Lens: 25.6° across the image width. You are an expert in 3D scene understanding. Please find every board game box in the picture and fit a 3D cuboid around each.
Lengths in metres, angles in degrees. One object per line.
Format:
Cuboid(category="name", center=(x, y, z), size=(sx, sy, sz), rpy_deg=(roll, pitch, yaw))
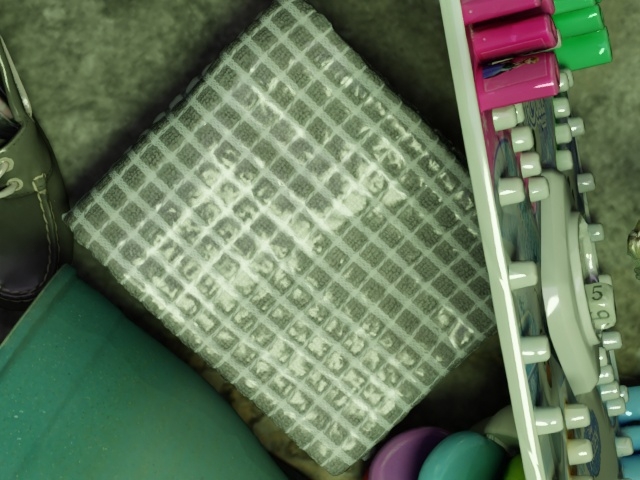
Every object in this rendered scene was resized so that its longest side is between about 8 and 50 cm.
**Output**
Cuboid(category="board game box", center=(0.164, 0.023, 0.865), size=(0.050, 0.390, 0.389), rpy_deg=(-9, 97, 18))

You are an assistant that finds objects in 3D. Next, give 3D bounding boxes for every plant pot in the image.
Cuboid(category="plant pot", center=(-0.134, 0.195, 0.908), size=(0.255, 0.271, 0.271), rpy_deg=(34, 92, -5))

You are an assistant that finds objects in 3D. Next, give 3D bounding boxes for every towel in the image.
Cuboid(category="towel", center=(0.000, 0.000, 0.980), size=(0.284, 0.121, 0.235), rpy_deg=(43, 92, -8))

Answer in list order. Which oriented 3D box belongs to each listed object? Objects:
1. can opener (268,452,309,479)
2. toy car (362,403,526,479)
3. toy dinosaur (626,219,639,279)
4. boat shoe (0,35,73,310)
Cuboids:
Cuboid(category="can opener", center=(-0.018, 0.198, 1.034), size=(0.186, 0.073, 0.059), rpy_deg=(42, 80, 5))
Cuboid(category="toy car", center=(0.096, 0.183, 0.983), size=(0.136, 0.182, 0.159), rpy_deg=(24, 74, 0))
Cuboid(category="toy dinosaur", center=(0.311, -0.013, 0.907), size=(0.268, 0.064, 0.118), rpy_deg=(6, 80, -13))
Cuboid(category="boat shoe", center=(-0.260, -0.102, 0.957), size=(0.112, 0.095, 0.335), rpy_deg=(-19, 97, -3))
